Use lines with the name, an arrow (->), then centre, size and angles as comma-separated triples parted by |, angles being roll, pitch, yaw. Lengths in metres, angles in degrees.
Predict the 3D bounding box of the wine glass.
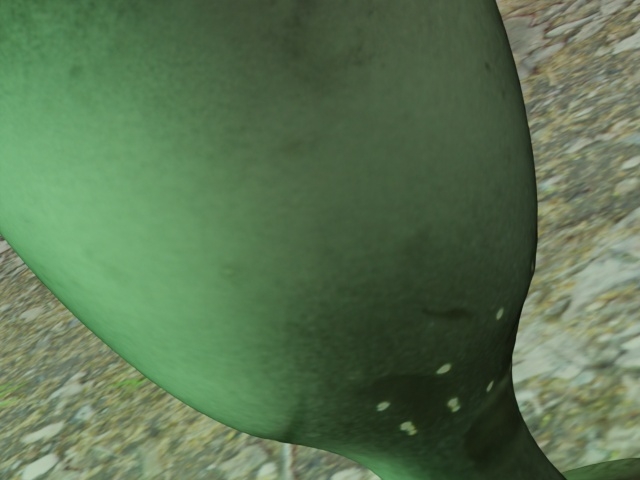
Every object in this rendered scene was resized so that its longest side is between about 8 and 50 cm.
wine glass -> 0.004, 0.001, 0.590 | 0.190, 0.357, 0.190 | -30, 15, 9
